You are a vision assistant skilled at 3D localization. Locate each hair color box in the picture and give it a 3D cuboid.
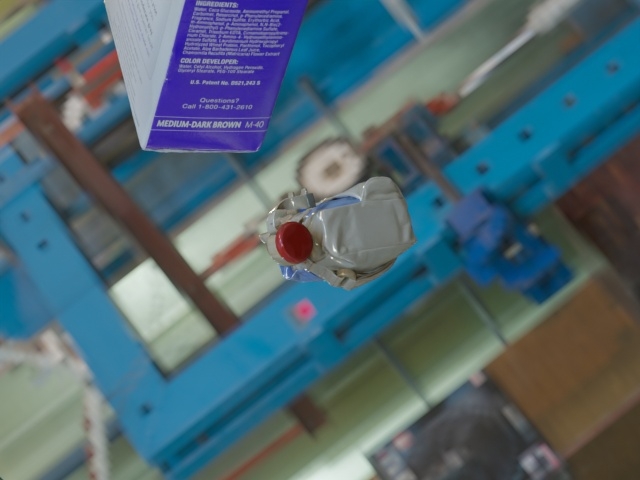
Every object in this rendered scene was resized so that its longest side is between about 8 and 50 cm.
[{"bbox_3d":[-0.071,-0.249,1.415,0.339,0.110,0.185,109,152,-44],"label":"hair color box"}]

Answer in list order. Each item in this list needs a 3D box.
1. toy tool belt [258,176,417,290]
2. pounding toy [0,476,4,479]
[{"bbox_3d":[0.000,0.000,0.872,0.051,0.083,0.052,-17,87,52],"label":"toy tool belt"},{"bbox_3d":[-0.184,0.218,1.063,0.237,0.183,0.110,34,-167,27],"label":"pounding toy"}]
